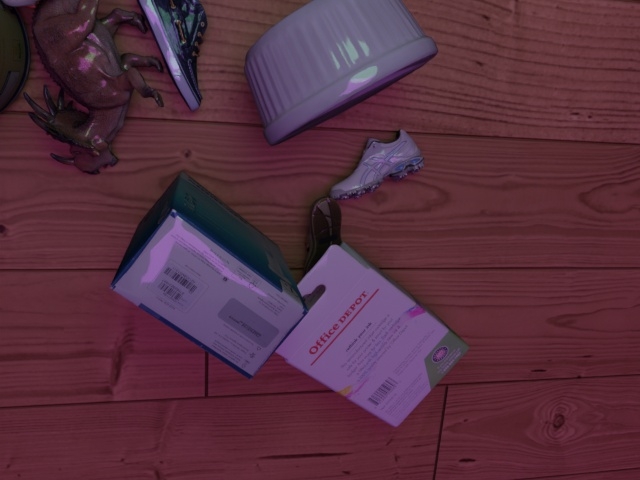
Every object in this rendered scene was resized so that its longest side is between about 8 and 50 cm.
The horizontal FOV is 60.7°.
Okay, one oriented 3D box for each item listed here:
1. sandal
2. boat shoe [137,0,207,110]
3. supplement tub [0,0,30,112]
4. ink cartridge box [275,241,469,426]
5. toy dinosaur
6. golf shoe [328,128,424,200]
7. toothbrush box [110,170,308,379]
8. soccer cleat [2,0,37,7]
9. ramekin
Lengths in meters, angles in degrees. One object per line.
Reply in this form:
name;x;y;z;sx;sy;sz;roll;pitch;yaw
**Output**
sandal;0.000;0.000;0.944;0.072;0.049;0.180;-13;125;-23
boat shoe;-0.197;-0.292;0.811;0.083;0.065;0.183;-25;113;-11
supplement tub;-0.497;-0.236;0.629;0.228;0.316;0.229;-3;107;-11
ink cartridge box;0.063;0.149;0.941;0.353;0.119;0.207;39;96;-29
toy dinosaur;-0.339;-0.246;0.769;0.200;0.127;0.296;-19;104;1
golf shoe;0.085;-0.127;0.932;0.176;0.069;0.086;-25;90;-7
toothbrush box;-0.157;0.031;0.793;0.216;0.295;0.126;39;96;-20
soccer cleat;-0.334;-0.375;0.691;0.196;0.076;0.068;-41;72;-8
ramekin;0.017;-0.252;0.771;0.272;0.273;0.127;-28;99;-3
